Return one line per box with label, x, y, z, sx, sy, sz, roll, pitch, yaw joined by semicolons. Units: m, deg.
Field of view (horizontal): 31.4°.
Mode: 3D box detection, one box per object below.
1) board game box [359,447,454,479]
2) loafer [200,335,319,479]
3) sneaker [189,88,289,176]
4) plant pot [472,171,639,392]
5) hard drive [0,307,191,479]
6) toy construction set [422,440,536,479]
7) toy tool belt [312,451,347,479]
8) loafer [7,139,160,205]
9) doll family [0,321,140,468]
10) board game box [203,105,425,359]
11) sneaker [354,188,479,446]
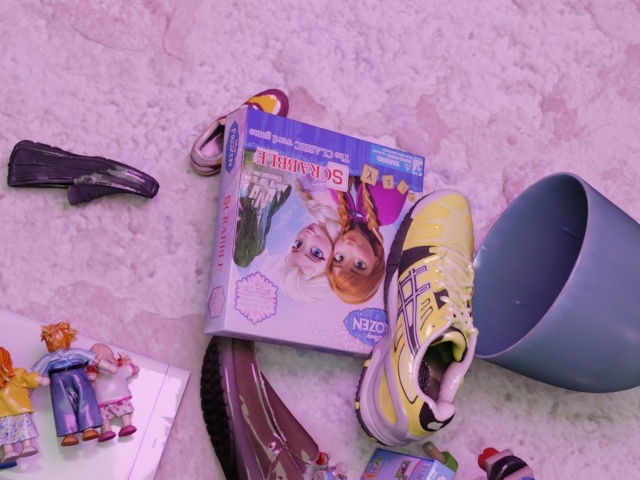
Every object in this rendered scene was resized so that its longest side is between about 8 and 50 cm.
board game box;0.091;0.369;1.558;0.039;0.211;0.160;33;76;-14
loafer;-0.074;0.295;1.609;0.130;0.134;0.365;-12;82;-23
sneaker;-0.117;-0.168;1.712;0.185;0.084;0.069;-43;86;-13
plant pot;0.378;0.083;1.631;0.235;0.293;0.293;28;75;-17
hard drive;-0.386;0.237;1.591;0.353;0.047;0.233;19;67;-3
toy construction set;0.265;0.442;1.538;0.237;0.309;0.257;51;53;-25
toy tool belt;0.016;0.346;1.644;0.051;0.052;0.083;5;78;-44
loafer;-0.349;-0.087;1.672;0.223;0.076;0.078;12;82;0
doll family;-0.367;0.198;1.519;0.263;0.118;0.163;-13;72;-16
board game box;0.000;0.000;1.637;0.319;0.066;0.317;12;76;-31
sneaker;0.171;0.105;1.604;0.145;0.147;0.384;24;68;-30
